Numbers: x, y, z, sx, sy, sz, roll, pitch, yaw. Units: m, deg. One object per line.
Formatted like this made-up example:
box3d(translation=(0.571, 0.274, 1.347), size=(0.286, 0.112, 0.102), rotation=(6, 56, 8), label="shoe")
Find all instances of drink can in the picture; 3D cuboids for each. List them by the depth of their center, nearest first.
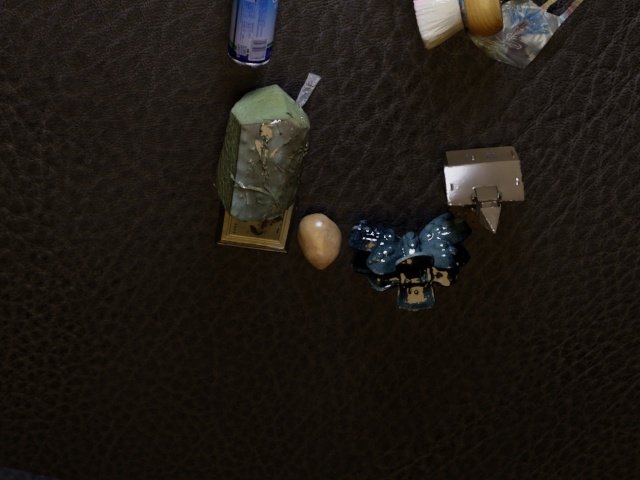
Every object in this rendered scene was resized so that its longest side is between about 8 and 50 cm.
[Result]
box3d(translation=(-0.134, -0.478, 1.672), size=(0.097, 0.097, 0.235), rotation=(6, 130, -6), label="drink can")

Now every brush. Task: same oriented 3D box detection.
box3d(translation=(0.262, -0.520, 1.609), size=(0.166, 0.174, 0.266), rotation=(-5, 123, 16), label="brush")

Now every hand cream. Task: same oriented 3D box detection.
box3d(translation=(-0.032, -0.333, 1.847), size=(0.030, 0.019, 0.093), rotation=(20, 125, -19), label="hand cream")

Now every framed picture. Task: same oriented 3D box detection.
box3d(translation=(-0.164, -0.050, 2.088), size=(0.199, 0.010, 0.195), rotation=(8, 129, -8), label="framed picture")

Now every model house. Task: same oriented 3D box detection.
box3d(translation=(0.382, -0.082, 1.920), size=(0.181, 0.248, 0.176), rotation=(-3, 131, 3), label="model house")

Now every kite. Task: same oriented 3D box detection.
box3d(translation=(0.445, -0.479, 1.695), size=(0.169, 0.015, 0.310), rotation=(22, 139, -19), label="kite")

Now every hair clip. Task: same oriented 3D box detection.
box3d(translation=(0.226, 0.044, 2.047), size=(0.310, 0.206, 0.194), rotation=(-6, 131, 3), label="hair clip")

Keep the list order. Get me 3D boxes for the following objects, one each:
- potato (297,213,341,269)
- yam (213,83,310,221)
box3d(translation=(0.000, -0.002, 2.076), size=(0.112, 0.112, 0.147), rotation=(-11, 123, 8), label="potato")
box3d(translation=(-0.127, -0.199, 1.854), size=(0.201, 0.202, 0.271), rotation=(-10, 131, -18), label="yam")
